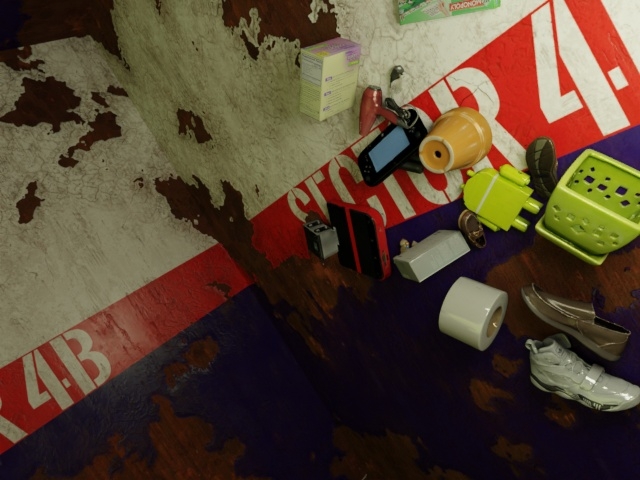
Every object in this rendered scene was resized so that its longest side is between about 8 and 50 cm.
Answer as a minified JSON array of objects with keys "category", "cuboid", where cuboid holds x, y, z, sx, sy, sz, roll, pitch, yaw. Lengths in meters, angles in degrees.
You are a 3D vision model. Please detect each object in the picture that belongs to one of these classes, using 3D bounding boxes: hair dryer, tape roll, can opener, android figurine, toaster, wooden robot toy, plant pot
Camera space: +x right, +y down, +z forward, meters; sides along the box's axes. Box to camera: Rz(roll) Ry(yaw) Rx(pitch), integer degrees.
[{"category":"hair dryer","cuboid":[0.223,-0.479,1.578,0.293,0.080,0.223,-29,71,58]},{"category":"tape roll","cuboid":[0.597,0.283,1.660,0.169,0.246,0.246,23,134,38]},{"category":"can opener","cuboid":[0.299,-0.317,1.693,0.280,0.074,0.093,21,166,42]},{"category":"android figurine","cuboid":[0.608,-0.145,1.462,0.273,0.056,0.248,36,141,25]},{"category":"toaster","cuboid":[0.000,0.000,2.223,0.168,0.110,0.185,36,144,52]},{"category":"wooden robot toy","cuboid":[0.380,0.032,1.892,0.173,0.076,0.079,118,147,-52]},{"category":"plant pot","cuboid":[0.431,-0.316,1.416,0.205,0.188,0.205,31,138,31]},{"category":"plant pot","cuboid":[0.763,-0.081,1.194,0.228,0.227,0.207,37,148,24]}]

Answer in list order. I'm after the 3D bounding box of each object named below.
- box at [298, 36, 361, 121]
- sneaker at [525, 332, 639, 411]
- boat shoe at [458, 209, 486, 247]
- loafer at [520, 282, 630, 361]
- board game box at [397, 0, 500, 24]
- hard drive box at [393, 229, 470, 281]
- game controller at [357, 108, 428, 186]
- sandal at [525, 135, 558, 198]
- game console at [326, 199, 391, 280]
[{"category":"box","cuboid":[0.033,-0.614,1.621,0.117,0.213,0.243,34,140,27]},{"category":"sneaker","cuboid":[0.915,0.462,1.521,0.366,0.137,0.210,0,121,54]},{"category":"boat shoe","cuboid":[0.557,-0.039,1.541,0.073,0.073,0.207,42,-179,40]},{"category":"loafer","cuboid":[0.862,0.246,1.443,0.366,0.134,0.130,34,117,13]},{"category":"board game box","cuboid":[0.362,-0.772,1.249,0.317,0.046,0.213,16,130,42]},{"category":"hard drive box","cuboid":[0.423,0.055,1.645,0.089,0.232,0.181,60,174,-6]},{"category":"game controller","cuboid":[0.264,-0.344,1.608,0.319,0.067,0.166,-39,66,38]},{"category":"sandal","cuboid":[0.692,-0.226,1.301,0.090,0.060,0.219,11,141,53]},{"category":"game console","cuboid":[0.188,-0.002,2.091,0.342,0.060,0.386,20,132,48]}]
